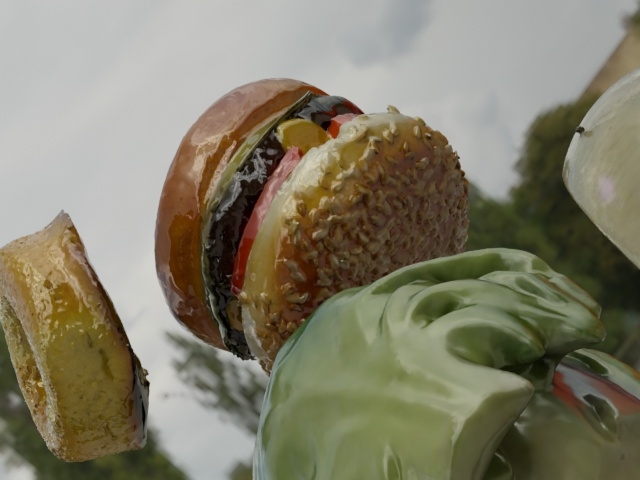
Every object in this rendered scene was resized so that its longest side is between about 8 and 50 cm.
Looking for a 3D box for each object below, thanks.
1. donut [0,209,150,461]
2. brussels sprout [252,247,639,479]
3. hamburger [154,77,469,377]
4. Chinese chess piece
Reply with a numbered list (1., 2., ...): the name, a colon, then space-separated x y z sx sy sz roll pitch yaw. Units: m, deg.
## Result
1. donut: -0.242 0.098 1.776 0.118 0.253 0.253 -15 -26 -19
2. brussels sprout: 0.110 0.218 1.474 0.342 0.361 0.425 -56 -51 -33
3. hamburger: 0.000 0.000 1.941 0.330 0.250 0.330 -23 -59 -44
4. Chinese chess piece: 0.276 -0.002 1.137 0.102 0.273 0.273 -50 -11 13
